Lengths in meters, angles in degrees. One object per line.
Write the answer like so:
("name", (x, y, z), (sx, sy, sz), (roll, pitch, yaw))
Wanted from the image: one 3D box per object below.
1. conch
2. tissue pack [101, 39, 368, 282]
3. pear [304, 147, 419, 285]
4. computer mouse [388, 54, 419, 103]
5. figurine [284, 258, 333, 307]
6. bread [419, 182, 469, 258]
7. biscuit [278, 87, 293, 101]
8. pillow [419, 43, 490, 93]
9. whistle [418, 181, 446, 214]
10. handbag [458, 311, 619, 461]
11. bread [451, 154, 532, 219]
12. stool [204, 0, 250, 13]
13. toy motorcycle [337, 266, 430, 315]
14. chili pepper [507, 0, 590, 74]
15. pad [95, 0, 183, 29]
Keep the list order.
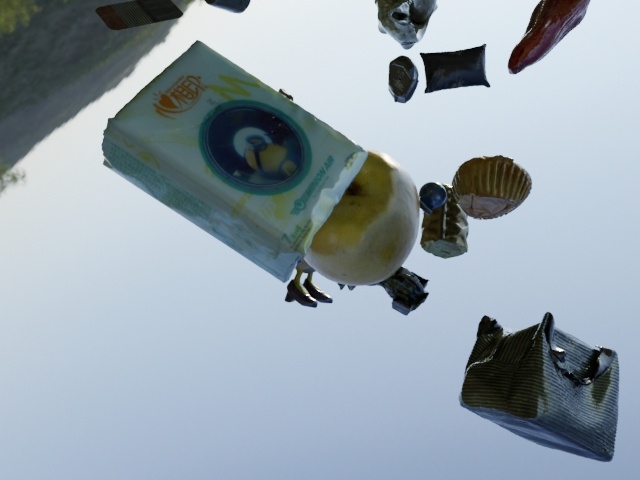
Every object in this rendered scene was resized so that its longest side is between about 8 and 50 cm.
("conch", (0.223, -0.629, 1.868), (0.169, 0.203, 0.386), (-9, -155, 38))
("tissue pack", (-0.144, -0.147, 1.206), (0.287, 0.388, 0.162), (-57, 180, -37))
("pear", (0.080, -0.051, 1.488), (0.314, 0.314, 0.314), (-38, -153, 23))
("computer mouse", (0.268, -0.524, 2.169), (0.062, 0.106, 0.192), (-38, 160, -23))
("figurine", (0.002, 0.006, 2.116), (0.193, 0.154, 0.421), (31, -78, 30))
("bread", (0.405, -0.071, 2.197), (0.130, 0.152, 0.268), (91, 7, -55))
("biscuit", (-0.121, -0.338, 2.014), (0.182, 0.034, 0.215), (-123, -142, -65))
("pillow", (0.289, -0.366, 1.448), (0.150, 0.091, 0.048), (-9, -157, -3))
("whistle", (0.327, -0.129, 1.978), (0.090, 0.090, 0.158), (-42, -179, 14))
("handbag", (0.474, 0.305, 1.440), (0.247, 0.340, 0.240), (-12, -125, 57))
("bread", (0.493, -0.147, 1.955), (0.240, 0.239, 0.139), (-15, -122, 50))
("stool", (-0.225, -0.600, 1.623), (0.096, 0.110, 0.096), (6, -81, 43))
("toy motorcycle", (0.146, 0.094, 1.721), (0.125, 0.274, 0.187), (-52, 163, -26))
("chili pepper", (0.548, -0.508, 1.646), (0.253, 0.136, 0.144), (-53, -144, -13))
("pad", (-0.620, -0.801, 2.193), (0.249, 0.323, 0.055), (-22, 161, -26))
